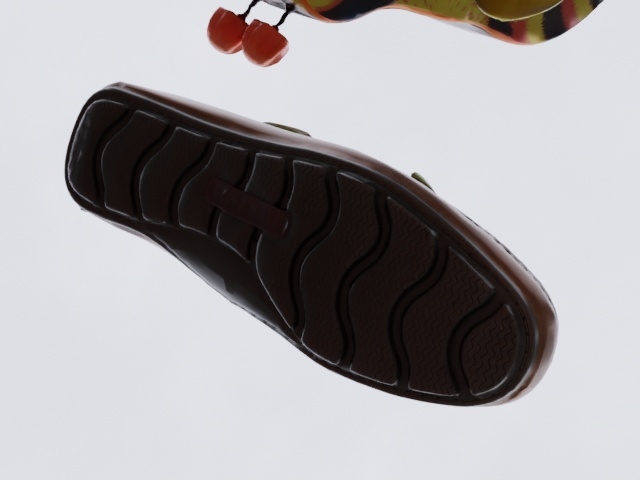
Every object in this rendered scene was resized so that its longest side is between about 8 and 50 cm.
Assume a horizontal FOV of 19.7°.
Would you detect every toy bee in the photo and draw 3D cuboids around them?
[{"bbox_3d":[0.014,-0.147,0.856,0.298,0.195,0.162,24,-88,-22],"label":"toy bee"}]

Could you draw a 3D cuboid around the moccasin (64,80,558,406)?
[{"bbox_3d":[-0.001,0.003,1.203,0.380,0.147,0.139,20,-82,38],"label":"moccasin"}]
